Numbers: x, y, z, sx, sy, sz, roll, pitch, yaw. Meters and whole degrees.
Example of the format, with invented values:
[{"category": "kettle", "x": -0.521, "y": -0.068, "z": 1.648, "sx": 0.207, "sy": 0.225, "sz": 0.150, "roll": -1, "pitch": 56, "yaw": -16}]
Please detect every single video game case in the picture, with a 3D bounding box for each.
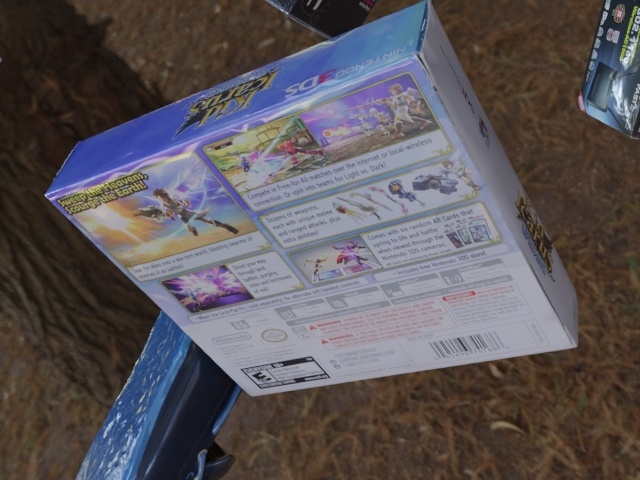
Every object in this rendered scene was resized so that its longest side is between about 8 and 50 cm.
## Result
[{"category": "video game case", "x": 0.000, "y": 0.000, "z": 0.516, "sx": 0.269, "sy": 0.244, "sz": 0.061, "roll": -15, "pitch": 42, "yaw": 29}]

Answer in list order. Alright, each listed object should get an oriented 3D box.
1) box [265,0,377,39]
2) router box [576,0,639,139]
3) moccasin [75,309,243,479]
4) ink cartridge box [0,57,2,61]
[{"category": "box", "x": 0.014, "y": -0.390, "z": 0.885, "sx": 0.165, "sy": 0.143, "sz": 0.270, "roll": 40, "pitch": 106, "yaw": 27}, {"category": "router box", "x": 0.297, "y": -0.168, "z": 0.735, "sx": 0.092, "sy": 0.038, "sz": 0.122, "roll": -123, "pitch": 34, "yaw": -57}, {"category": "moccasin", "x": -0.120, "y": 0.179, "z": 0.676, "sx": 0.342, "sy": 0.117, "sz": 0.138, "roll": -63, "pitch": 28, "yaw": -6}, {"category": "ink cartridge box", "x": -0.471, "y": -0.202, "z": 0.779, "sx": 0.206, "sy": 0.208, "sz": 0.045, "roll": -34, "pitch": 36, "yaw": 13}]
